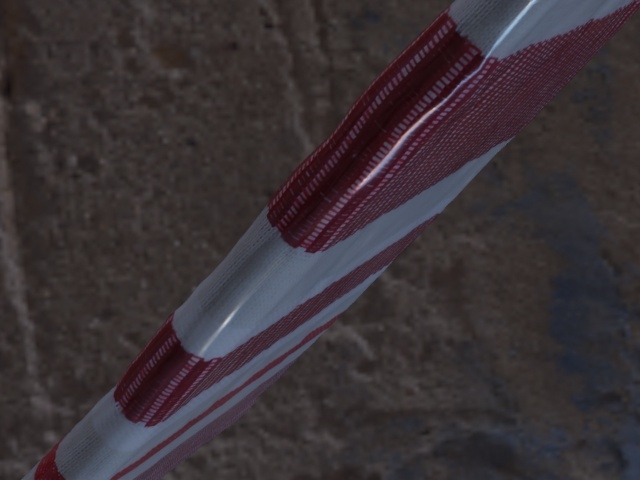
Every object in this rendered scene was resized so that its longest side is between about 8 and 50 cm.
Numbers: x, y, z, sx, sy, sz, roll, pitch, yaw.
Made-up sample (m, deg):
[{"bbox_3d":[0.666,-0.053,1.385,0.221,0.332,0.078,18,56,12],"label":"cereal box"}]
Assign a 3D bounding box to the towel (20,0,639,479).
[{"bbox_3d":[0.000,0.000,0.553,0.037,0.237,0.329,46,-64,6],"label":"towel"}]
